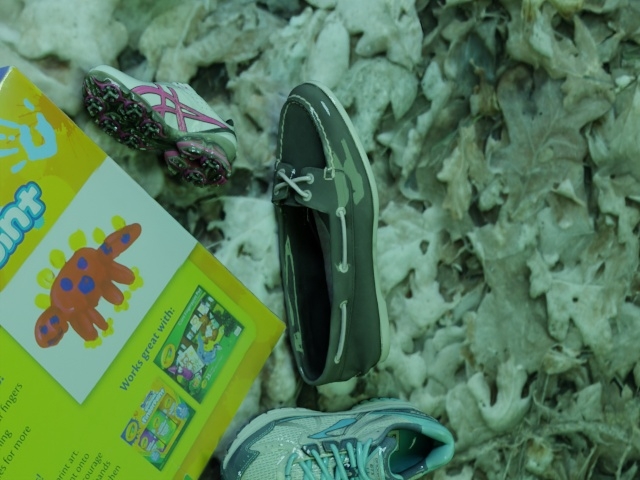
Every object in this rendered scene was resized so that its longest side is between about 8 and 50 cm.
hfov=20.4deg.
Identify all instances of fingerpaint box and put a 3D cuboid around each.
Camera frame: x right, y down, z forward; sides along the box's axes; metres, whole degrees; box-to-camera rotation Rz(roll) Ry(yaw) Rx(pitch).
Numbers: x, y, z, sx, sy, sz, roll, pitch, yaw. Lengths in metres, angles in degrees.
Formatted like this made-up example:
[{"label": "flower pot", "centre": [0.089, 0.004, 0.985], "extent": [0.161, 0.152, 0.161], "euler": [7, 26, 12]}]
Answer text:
[{"label": "fingerpaint box", "centre": [-0.292, 0.140, 1.530], "extent": [0.371, 0.163, 0.445], "euler": [45, 60, -28]}]

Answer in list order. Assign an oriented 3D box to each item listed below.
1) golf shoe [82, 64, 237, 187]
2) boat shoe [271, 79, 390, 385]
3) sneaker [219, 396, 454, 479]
[{"label": "golf shoe", "centre": [-0.164, -0.130, 1.814], "extent": [0.186, 0.067, 0.086], "euler": [34, 48, -31]}, {"label": "boat shoe", "centre": [0.000, 0.000, 1.907], "extent": [0.095, 0.112, 0.335], "euler": [-25, 113, -35]}, {"label": "sneaker", "centre": [0.023, 0.234, 1.945], "extent": [0.283, 0.122, 0.110], "euler": [-14, 103, -33]}]
